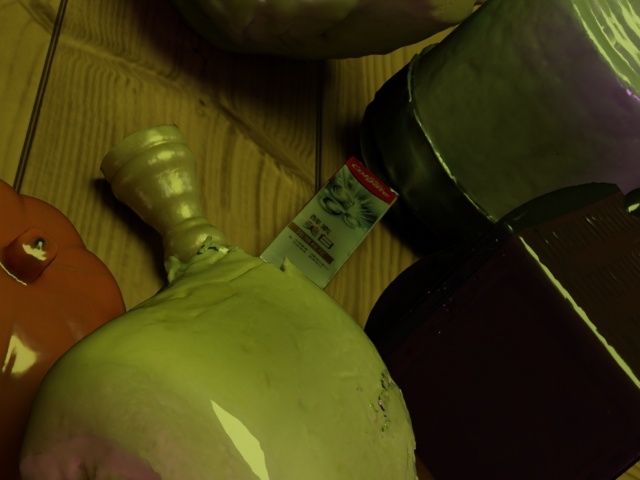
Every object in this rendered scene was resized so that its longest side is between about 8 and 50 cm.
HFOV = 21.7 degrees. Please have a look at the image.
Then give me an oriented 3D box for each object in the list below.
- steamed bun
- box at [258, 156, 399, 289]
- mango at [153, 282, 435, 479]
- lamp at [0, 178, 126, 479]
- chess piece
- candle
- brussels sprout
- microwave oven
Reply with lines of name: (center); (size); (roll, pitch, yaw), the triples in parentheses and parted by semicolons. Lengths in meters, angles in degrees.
steamed bun: (-0.031, 0.146, 0.842); (0.166, 0.273, 0.232); (7, 13, 29)
box: (0.000, 0.000, 1.285); (0.055, 0.039, 0.218); (41, 30, -1)
mango: (-0.014, 0.133, 1.032); (0.267, 0.111, 0.133); (46, 28, 7)
lamp: (-0.190, 0.049, 0.881); (0.188, 0.164, 0.187); (32, 33, -24)
chess piece: (-0.099, -0.016, 1.171); (0.066, 0.066, 0.122); (-8, 62, -53)
candle: (0.206, -0.125, 1.398); (0.221, 0.342, 0.221); (30, 37, -26)
brussels sprout: (-0.006, -0.258, 1.382); (0.274, 0.242, 0.316); (26, -4, -26)
microwave oven: (0.137, 0.096, 1.131); (0.178, 0.247, 0.188); (-15, 62, -53)
